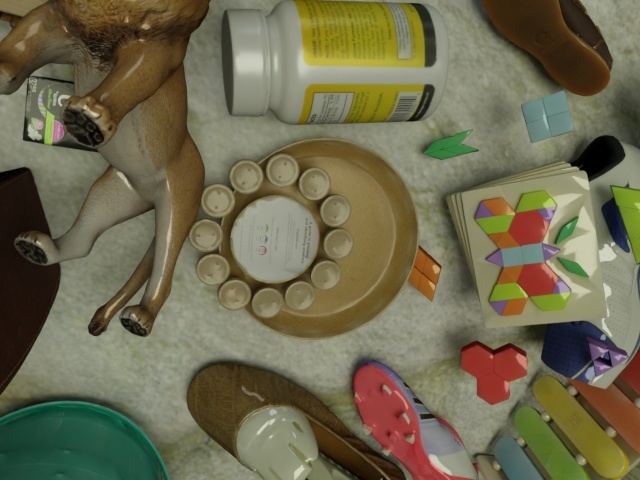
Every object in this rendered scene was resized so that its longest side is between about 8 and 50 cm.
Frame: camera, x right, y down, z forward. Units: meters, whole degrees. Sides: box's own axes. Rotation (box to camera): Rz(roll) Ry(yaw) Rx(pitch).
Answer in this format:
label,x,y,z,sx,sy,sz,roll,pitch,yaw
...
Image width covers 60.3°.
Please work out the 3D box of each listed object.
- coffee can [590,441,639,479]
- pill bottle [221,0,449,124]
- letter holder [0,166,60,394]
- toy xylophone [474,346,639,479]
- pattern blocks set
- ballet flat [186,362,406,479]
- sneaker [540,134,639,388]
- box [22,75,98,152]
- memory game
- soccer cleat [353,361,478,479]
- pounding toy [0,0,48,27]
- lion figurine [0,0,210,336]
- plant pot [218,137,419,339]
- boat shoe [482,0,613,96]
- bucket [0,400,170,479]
label,x,y,z,sx,sy,sz,roll,pitch,yaw
coffee can,0.505,0.259,0.752,0.201,0.201,0.275,30,94,-20
pill bottle,0.011,-0.178,0.555,0.209,0.119,0.119,-4,104,-15
letter holder,-0.306,0.077,0.433,0.152,0.302,0.214,-15,107,-12
toy xylophone,0.359,0.251,0.695,0.081,0.236,0.322,29,99,-28
pattern blocks set,0.236,0.014,0.631,0.285,0.026,0.324,-26,92,24
ballet flat,-0.008,0.268,0.656,0.342,0.124,0.116,43,89,-20
sneaker,0.321,0.005,0.692,0.182,0.127,0.315,22,90,-15
box,-0.236,-0.121,0.536,0.083,0.052,0.062,8,103,-18
memory game,-0.051,-0.003,0.603,0.186,0.012,0.186,-3,104,-14
soccer cleat,0.128,0.249,0.723,0.083,0.095,0.248,-29,100,36
pounding toy,-0.240,-0.207,0.484,0.130,0.141,0.100,15,99,-3
lion figurine,-0.151,-0.105,0.466,0.142,0.240,0.392,21,137,-1
plant pot,0.000,0.000,0.641,0.236,0.032,0.236,-3,103,-14
boat shoe,0.260,-0.255,0.636,0.207,0.073,0.073,38,54,-23
bucket,-0.284,0.314,0.561,0.281,0.183,0.281,-4,105,-15
